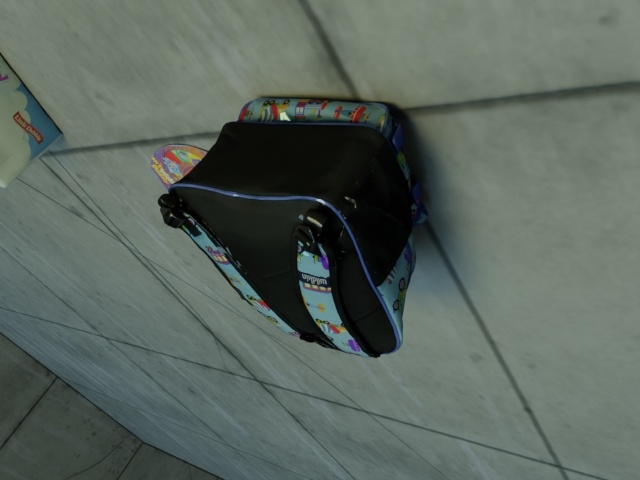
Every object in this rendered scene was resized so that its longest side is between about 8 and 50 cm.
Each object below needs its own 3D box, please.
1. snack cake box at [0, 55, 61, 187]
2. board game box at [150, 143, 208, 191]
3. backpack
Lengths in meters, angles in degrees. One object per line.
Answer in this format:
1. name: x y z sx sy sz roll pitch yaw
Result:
1. snack cake box: -0.424 -0.153 0.656 0.264 0.089 0.152 12 144 32
2. board game box: -0.105 -0.019 0.605 0.133 0.033 0.169 8 143 37
3. backpack: 0.000 0.000 0.443 0.158 0.117 0.173 8 143 36
